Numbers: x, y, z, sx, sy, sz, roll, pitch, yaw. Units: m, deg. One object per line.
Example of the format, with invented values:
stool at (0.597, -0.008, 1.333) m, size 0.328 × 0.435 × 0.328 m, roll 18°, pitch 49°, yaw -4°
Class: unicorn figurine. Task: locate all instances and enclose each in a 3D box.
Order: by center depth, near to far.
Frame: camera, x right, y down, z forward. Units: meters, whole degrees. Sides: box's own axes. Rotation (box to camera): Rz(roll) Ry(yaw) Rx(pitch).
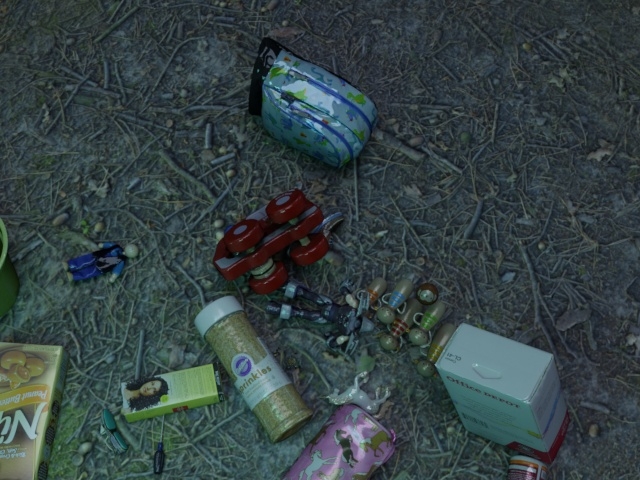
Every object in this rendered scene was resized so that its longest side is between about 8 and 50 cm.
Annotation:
unicorn figurine at (0.093, 0.372, 1.763) m, size 0.162 × 0.060 × 0.111 m, roll 33°, pitch 66°, yaw 12°

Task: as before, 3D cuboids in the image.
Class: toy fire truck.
toy fire truck at (-0.138, -0.014, 1.861) m, size 0.302 × 0.169 × 0.254 m, roll -34°, pitch 26°, yaw -10°

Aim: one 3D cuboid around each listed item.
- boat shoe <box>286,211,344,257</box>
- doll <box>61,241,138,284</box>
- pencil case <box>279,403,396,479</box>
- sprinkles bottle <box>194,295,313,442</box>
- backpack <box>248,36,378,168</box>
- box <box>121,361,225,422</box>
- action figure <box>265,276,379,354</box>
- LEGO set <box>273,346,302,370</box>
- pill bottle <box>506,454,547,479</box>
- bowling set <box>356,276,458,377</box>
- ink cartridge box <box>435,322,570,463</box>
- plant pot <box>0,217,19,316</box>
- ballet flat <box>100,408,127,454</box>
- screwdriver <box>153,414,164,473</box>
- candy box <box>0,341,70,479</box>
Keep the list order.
boat shoe at (0.000, 0.000, 1.941) m, size 0.183 × 0.066 × 0.066 m, roll -39°, pitch 77°, yaw -9°
doll at (-0.556, 0.057, 1.883) m, size 0.189 × 0.046 × 0.129 m, roll -21°, pitch 58°, yaw -20°
pencil case at (0.009, 0.544, 1.623) m, size 0.167 × 0.160 × 0.386 m, roll 45°, pitch 66°, yaw -14°
sprinkles bottle at (-0.161, 0.302, 1.748) m, size 0.121 × 0.121 × 0.355 m, roll -31°, pitch 70°, yaw -17°
backpack at (-0.021, -0.358, 2.010) m, size 0.355 × 0.290 × 0.273 m, roll 15°, pitch 73°, yaw -4°
box at (-0.348, 0.359, 1.739) m, size 0.232 × 0.058 × 0.087 m, roll -11°, pitch 57°, yaw -10°
action figure at (0.015, 0.171, 1.812) m, size 0.285 × 0.099 × 0.185 m, roll 18°, pitch 90°, yaw 17°
LEGO set at (-0.079, 0.296, 1.815) m, size 0.054 × 0.023 × 0.083 m, roll -35°, pitch 58°, yaw -20°
pill bottle at (0.462, 0.576, 1.673) m, size 0.086 × 0.086 × 0.152 m, roll 17°, pitch 64°, yaw 5°
bowling set at (0.205, 0.185, 1.792) m, size 0.287 × 0.200 × 0.154 m, roll 32°, pitch 68°, yaw 16°
ink cartridge box at (0.411, 0.342, 1.629) m, size 0.226 × 0.306 × 0.131 m, roll 17°, pitch 59°, yaw 36°
plant pot at (-0.842, 0.073, 1.743) m, size 0.276 × 0.254 × 0.276 m, roll 1°, pitch 65°, yaw -2°
ballet flat at (-0.489, 0.447, 1.705) m, size 0.041 × 0.041 × 0.114 m, roll -29°, pitch 68°, yaw -16°
screwdriver at (-0.374, 0.458, 1.715) m, size 0.025 × 0.024 × 0.170 m, roll 13°, pitch 58°, yaw -29°
candy box at (-0.703, 0.397, 1.686) m, size 0.182 × 0.087 × 0.317 m, roll 4°, pitch 64°, yaw -2°
